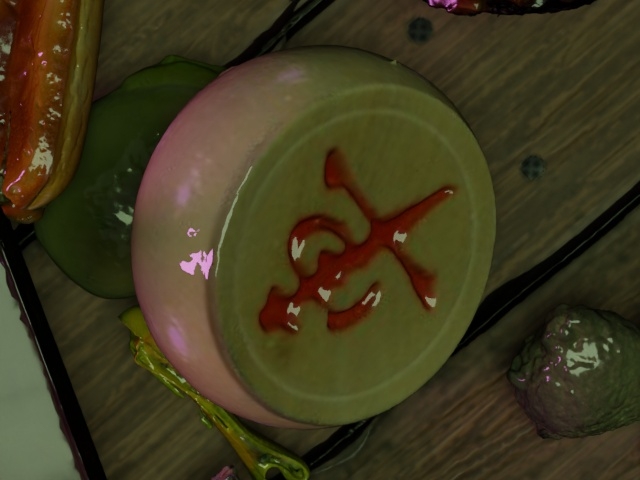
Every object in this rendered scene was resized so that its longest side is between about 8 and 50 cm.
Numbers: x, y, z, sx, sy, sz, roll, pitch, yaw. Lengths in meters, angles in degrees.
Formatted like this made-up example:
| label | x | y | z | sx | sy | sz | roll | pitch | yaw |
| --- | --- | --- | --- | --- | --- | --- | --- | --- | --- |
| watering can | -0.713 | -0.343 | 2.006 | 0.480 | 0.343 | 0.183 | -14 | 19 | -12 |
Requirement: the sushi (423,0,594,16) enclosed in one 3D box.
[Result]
| label | x | y | z | sx | sy | sz | roll | pitch | yaw |
| --- | --- | --- | --- | --- | --- | --- | --- | --- | --- |
| sushi | 0.155 | -0.304 | 1.113 | 0.196 | 0.182 | 0.343 | 13 | 100 | -13 |

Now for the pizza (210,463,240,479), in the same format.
| label | x | y | z | sx | sy | sz | roll | pitch | yaw |
| --- | --- | --- | --- | --- | --- | --- | --- | --- | --- |
| pizza | -0.090 | 0.233 | 1.229 | 0.185 | 0.052 | 0.195 | 18 | 113 | -8 |

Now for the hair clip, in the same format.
| label | x | y | z | sx | sy | sz | roll | pitch | yaw |
| --- | --- | --- | --- | --- | --- | --- | --- | --- | --- |
| hair clip | -0.075 | 0.110 | 1.212 | 0.046 | 0.072 | 0.173 | -42 | 103 | -8 |

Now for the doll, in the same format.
| label | x | y | z | sx | sy | sz | roll | pitch | yaw |
| --- | --- | --- | --- | --- | --- | --- | --- | --- | --- |
| doll | 0.279 | 0.077 | 1.225 | 0.286 | 0.091 | 0.202 | -23 | 133 | 10 |

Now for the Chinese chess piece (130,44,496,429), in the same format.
| label | x | y | z | sx | sy | sz | roll | pitch | yaw |
| --- | --- | --- | --- | --- | --- | --- | --- | --- | --- |
| Chinese chess piece | 0.000 | 0.000 | 1.137 | 0.251 | 0.097 | 0.250 | -12 | 112 | -32 |

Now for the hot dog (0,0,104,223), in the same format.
| label | x | y | z | sx | sy | sz | roll | pitch | yaw |
| --- | --- | --- | --- | --- | --- | --- | --- | --- | --- |
| hot dog | -0.186 | -0.136 | 1.151 | 0.100 | 0.068 | 0.249 | 4 | 81 | 23 |

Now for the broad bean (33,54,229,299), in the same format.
| label | x | y | z | sx | sy | sz | roll | pitch | yaw |
| --- | --- | --- | --- | --- | --- | --- | --- | --- | --- |
| broad bean | -0.114 | -0.044 | 1.180 | 0.174 | 0.082 | 0.124 | -38 | 96 | 2 |

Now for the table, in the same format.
| label | x | y | z | sx | sy | sz | roll | pitch | yaw |
| --- | --- | --- | --- | --- | --- | --- | --- | --- | --- |
| table | -0.257 | 0.135 | 1.095 | 0.196 | 0.282 | 0.250 | -19 | 100 | -2 |
